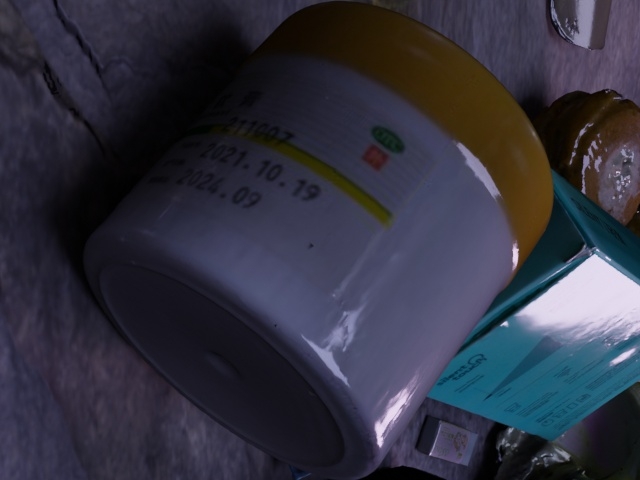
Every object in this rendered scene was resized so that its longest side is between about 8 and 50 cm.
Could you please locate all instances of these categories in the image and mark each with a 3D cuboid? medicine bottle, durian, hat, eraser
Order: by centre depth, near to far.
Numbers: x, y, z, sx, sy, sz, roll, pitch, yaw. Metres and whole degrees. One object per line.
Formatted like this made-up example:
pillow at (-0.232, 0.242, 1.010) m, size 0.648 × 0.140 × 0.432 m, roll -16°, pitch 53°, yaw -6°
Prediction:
medicine bottle at (0.000, 0.000, 0.757) m, size 0.232 × 0.237 × 0.238 m, roll -50°, pitch 134°, yaw -26°
eraser at (0.129, 0.203, 1.141) m, size 0.083 × 0.019 × 0.038 m, roll 26°, pitch 79°, yaw -50°
hat at (0.299, -0.281, 1.149) m, size 0.147 × 0.085 × 0.175 m, roll -18°, pitch 113°, yaw -47°
durian at (0.264, 0.249, 1.222) m, size 0.306 × 0.172 × 0.166 m, roll -46°, pitch 108°, yaw -21°

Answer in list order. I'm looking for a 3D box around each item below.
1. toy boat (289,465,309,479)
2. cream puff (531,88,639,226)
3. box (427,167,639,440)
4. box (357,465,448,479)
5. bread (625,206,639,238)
toy boat at (0.002, 0.131, 0.935) m, size 0.066 × 0.059 × 0.140 m, roll 27°, pitch 81°, yaw -63°
cream puff at (0.260, -0.075, 1.140) m, size 0.165 × 0.115 × 0.150 m, roll -37°, pitch 121°, yaw -27°
box at (0.204, 0.064, 1.041) m, size 0.205 × 0.118 × 0.311 m, roll -41°, pitch 144°, yaw 19°
box at (0.009, 0.419, 0.987) m, size 0.264 × 0.115 × 0.416 m, roll 2°, pitch 100°, yaw -49°
bread at (0.449, 0.005, 1.418) m, size 0.232 × 0.088 × 0.128 m, roll 27°, pitch 88°, yaw -55°
